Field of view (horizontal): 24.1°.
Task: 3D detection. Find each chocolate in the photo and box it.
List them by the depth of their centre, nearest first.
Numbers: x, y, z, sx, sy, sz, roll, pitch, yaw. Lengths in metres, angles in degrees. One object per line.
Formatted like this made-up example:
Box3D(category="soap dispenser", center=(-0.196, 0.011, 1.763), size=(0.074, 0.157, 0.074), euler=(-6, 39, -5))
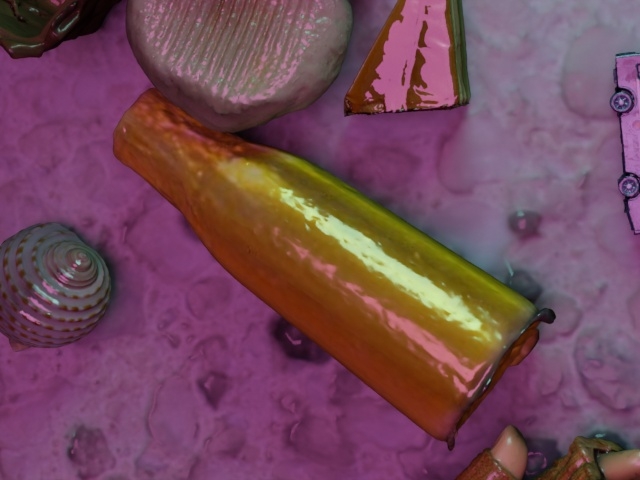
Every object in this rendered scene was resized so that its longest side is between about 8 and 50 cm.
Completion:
Box3D(category="chocolate", center=(0.000, 0.000, 1.414), size=(0.445, 0.162, 0.162), euler=(37, 105, 14))

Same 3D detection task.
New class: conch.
Box3D(category="conch", center=(-0.288, 0.047, 1.521), size=(0.153, 0.102, 0.135), euler=(-30, 73, 18))

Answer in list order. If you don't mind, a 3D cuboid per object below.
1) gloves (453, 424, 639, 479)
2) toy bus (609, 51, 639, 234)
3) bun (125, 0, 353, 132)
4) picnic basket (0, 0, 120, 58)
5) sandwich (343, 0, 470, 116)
Box3D(category="gloves", center=(0.176, 0.308, 1.386), size=(0.356, 0.155, 0.203), euler=(-46, 74, 22))
Box3D(category="toy bus", center=(0.298, -0.089, 1.361), size=(0.065, 0.047, 0.166), euler=(-5, 97, 12))
Box3D(category="bun", center=(-0.070, -0.203, 1.403), size=(0.212, 0.126, 0.204), euler=(41, 91, 12))
Box3D(category="picnic basket", center=(-0.275, -0.325, 1.361), size=(0.254, 0.321, 0.291), euler=(38, 107, 5))
Box3D(category="sandwich", center=(0.073, -0.200, 1.394), size=(0.113, 0.079, 0.163), euler=(-4, 97, 15))
